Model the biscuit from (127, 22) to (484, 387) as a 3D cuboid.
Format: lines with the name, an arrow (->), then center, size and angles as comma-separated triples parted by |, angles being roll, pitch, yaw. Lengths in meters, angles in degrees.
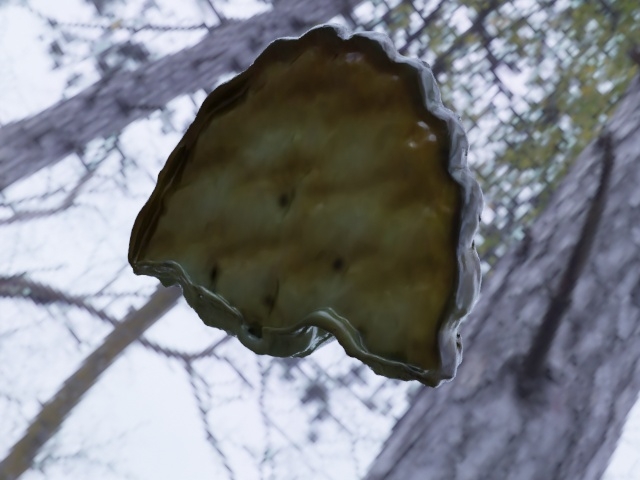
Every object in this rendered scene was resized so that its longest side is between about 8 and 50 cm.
biscuit -> 0.000, 0.000, 1.399 | 0.329, 0.078, 0.335 | -43, -117, 23
